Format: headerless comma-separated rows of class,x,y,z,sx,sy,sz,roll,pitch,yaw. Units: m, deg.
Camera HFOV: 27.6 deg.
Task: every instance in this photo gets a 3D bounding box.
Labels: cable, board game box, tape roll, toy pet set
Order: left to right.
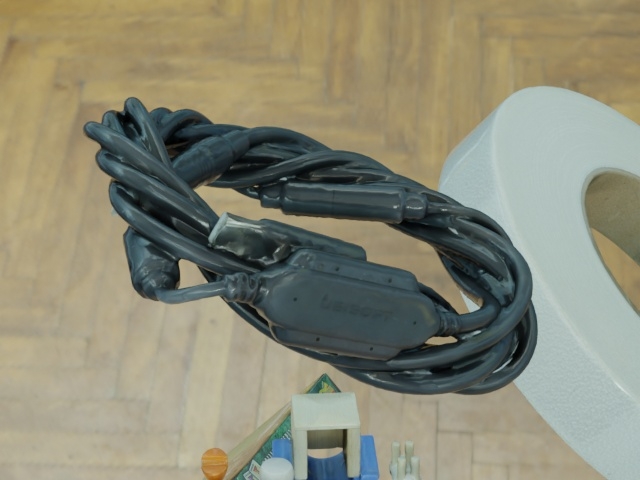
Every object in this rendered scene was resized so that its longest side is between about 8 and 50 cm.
board game box,-0.068,0.196,1.088,0.136,0.260,0.030,-43,88,19
toy pet set,-0.005,0.141,0.730,0.122,0.065,0.114,-1,25,-3
cable,0.000,0.000,0.485,0.184,0.047,0.150,10,23,-35
tape roll,0.263,0.044,1.059,0.392,0.072,0.392,29,37,-25
